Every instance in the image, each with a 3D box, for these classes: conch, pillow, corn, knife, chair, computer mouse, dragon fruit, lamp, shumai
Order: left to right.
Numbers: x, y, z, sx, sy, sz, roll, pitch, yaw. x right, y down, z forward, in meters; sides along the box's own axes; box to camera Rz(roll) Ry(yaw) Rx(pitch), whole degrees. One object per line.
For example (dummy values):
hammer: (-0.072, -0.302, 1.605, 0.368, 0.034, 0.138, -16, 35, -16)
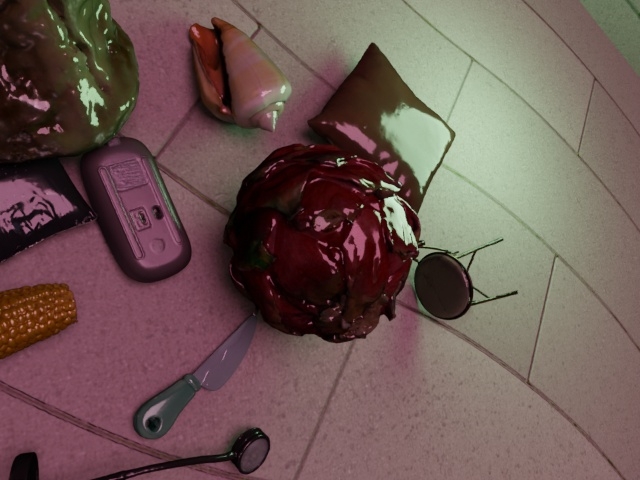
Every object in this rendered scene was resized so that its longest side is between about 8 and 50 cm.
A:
corn: (-0.442, 0.120, 0.618, 0.260, 0.091, 0.091, -18, 46, -35)
shumai: (-0.407, -0.312, 0.608, 0.397, 0.323, 0.324, 21, 57, -21)
pillow: (-0.439, -0.041, 0.685, 0.208, 0.055, 0.141, -36, 99, -32)
computer mouse: (-0.288, -0.047, 0.785, 0.120, 0.057, 0.233, -26, 94, -35)
lamp: (-0.245, 0.308, 0.710, 0.371, 0.108, 0.130, -7, 110, -42)
knife: (-0.181, 0.217, 0.799, 0.260, 0.034, 0.063, -39, 103, -37)
conch: (-0.149, -0.295, 0.926, 0.158, 0.127, 0.255, -23, 66, -7)
dragon fruit: (-0.002, -0.001, 0.812, 0.329, 0.329, 0.330, 10, 72, -31)
pillow: (0.148, -0.242, 1.090, 0.308, 0.108, 0.306, 41, 57, -16)
chair: (0.251, 0.083, 1.043, 0.325, 0.159, 0.170, -9, 81, -39)
